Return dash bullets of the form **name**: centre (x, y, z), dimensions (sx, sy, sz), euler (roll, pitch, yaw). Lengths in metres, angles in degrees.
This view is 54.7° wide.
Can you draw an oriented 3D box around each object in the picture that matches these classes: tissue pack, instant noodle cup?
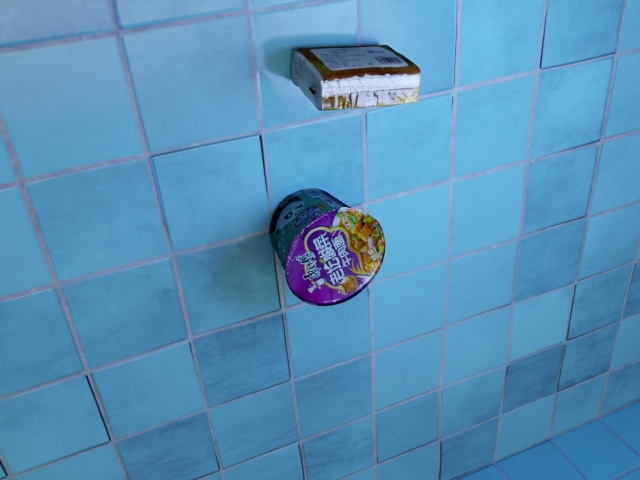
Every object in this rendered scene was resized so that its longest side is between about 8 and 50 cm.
- **tissue pack**: centre (0.069, -0.345, 1.289), dimensions (0.226, 0.183, 0.092), euler (-11, 126, -19)
- **instant noodle cup**: centre (0.000, 0.000, 1.449), dimensions (0.251, 0.190, 0.251), euler (-12, 121, -20)
